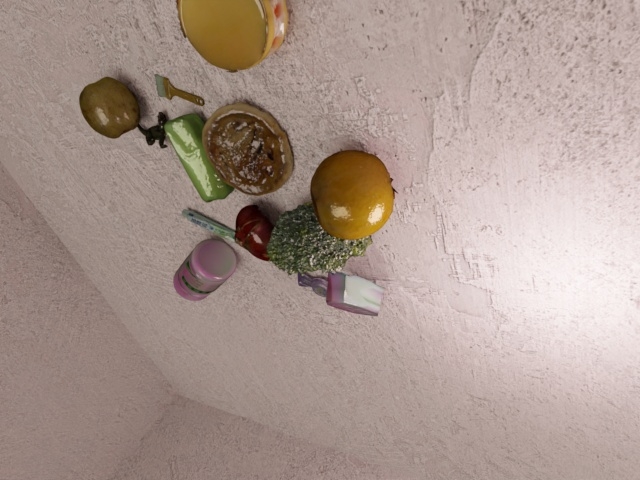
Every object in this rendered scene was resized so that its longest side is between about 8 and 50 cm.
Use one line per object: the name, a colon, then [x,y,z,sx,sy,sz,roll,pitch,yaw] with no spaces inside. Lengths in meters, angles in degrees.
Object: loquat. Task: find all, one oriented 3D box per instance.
loquat: [0.104,-0.136,1.258,0.275,0.275,0.274,19,134,20]

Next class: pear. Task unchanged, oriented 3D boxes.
pear: [-0.812,-0.500,1.604,0.228,0.188,0.211,-21,96,42]

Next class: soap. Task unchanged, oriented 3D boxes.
soap: [0.121,0.202,1.525,0.193,0.109,0.324,0,162,33]

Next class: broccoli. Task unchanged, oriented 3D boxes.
broccoli: [-0.007,-0.018,1.476,0.375,0.302,0.249,-14,98,11]

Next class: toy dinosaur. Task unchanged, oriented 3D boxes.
toy dinosaur: [-0.660,-0.467,1.664,0.187,0.087,0.179,-32,68,31]

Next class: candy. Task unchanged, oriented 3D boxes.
candy: [-0.452,-0.308,1.574,0.142,0.132,0.343,10,132,45]

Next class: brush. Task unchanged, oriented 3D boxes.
brush: [-0.512,-0.535,1.507,0.218,0.010,0.082,23,135,15]

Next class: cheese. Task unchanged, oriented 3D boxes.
cheese: [-0.016,0.193,1.778,0.191,0.042,0.105,20,133,22]

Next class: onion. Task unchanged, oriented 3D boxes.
onion: [-0.247,-0.023,1.643,0.161,0.248,0.248,-35,107,4]

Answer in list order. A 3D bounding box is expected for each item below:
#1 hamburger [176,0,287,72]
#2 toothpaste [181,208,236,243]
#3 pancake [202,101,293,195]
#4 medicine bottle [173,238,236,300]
hamburger: [-0.237,-0.604,1.129,0.303,0.186,0.261,-17,117,31]
toothpaste: [-0.496,-0.068,1.880,0.297,0.048,0.074,25,134,8]
pancake: [-0.257,-0.312,1.465,0.356,0.065,0.356,8,127,10]
medicine bottle: [-0.558,0.147,1.984,0.212,0.212,0.325,45,137,-8]
